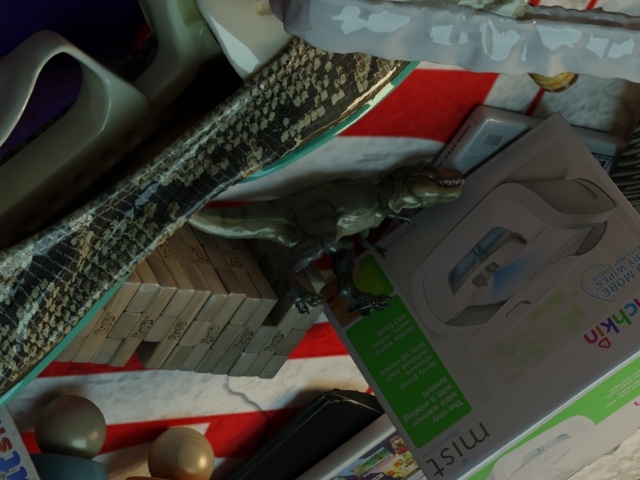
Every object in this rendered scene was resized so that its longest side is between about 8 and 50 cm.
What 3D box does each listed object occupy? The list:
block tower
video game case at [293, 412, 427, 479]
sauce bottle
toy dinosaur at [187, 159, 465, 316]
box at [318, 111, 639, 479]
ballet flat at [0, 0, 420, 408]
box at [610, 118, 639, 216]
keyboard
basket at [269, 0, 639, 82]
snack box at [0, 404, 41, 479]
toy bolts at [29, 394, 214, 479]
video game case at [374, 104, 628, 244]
[{"bbox_3d":[-0.146,0.036,1.429,0.335,0.091,0.097,7,129,-41],"label":"block tower"},{"bbox_3d":[0.044,0.252,1.824,0.201,0.023,0.183,-37,143,9],"label":"video game case"},{"bbox_3d":[0.165,-0.160,1.463,0.042,0.042,0.128,-40,142,11],"label":"sauce bottle"},{"bbox_3d":[0.000,0.000,1.477,0.268,0.118,0.064,-6,160,-29],"label":"toy dinosaur"},{"bbox_3d":[0.167,0.071,1.538,0.262,0.231,0.127,-35,145,6],"label":"box"},{"bbox_3d":[-0.122,-0.079,1.221,0.483,0.164,0.182,-39,128,-14],"label":"ballet flat"},{"bbox_3d":[0.327,-0.057,1.604,0.094,0.113,0.275,-20,151,-24],"label":"box"},{"bbox_3d":[-0.045,0.262,1.818,0.317,0.033,0.201,-42,142,16],"label":"keyboard"},{"bbox_3d":[0.138,-0.280,1.013,0.328,0.331,0.266,4,131,-17],"label":"basket"},{"bbox_3d":[-0.256,0.193,1.471,0.064,0.178,0.022,-25,174,-10],"label":"snack box"},{"bbox_3d":[-0.210,0.224,1.611,0.218,0.159,0.228,2,164,23],"label":"toy bolts"},{"bbox_3d":[0.157,-0.036,1.621,0.190,0.022,0.173,8,128,-42],"label":"video game case"}]
